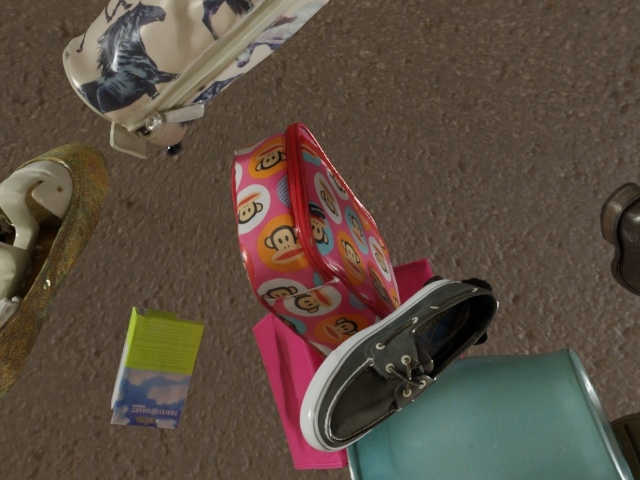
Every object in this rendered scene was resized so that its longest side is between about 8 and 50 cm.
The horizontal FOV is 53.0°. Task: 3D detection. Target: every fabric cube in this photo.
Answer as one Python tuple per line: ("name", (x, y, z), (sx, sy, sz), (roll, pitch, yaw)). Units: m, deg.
("fabric cube", (0.066, 0.208, 1.061), (0.254, 0.259, 0.258), (-12, 75, -22))

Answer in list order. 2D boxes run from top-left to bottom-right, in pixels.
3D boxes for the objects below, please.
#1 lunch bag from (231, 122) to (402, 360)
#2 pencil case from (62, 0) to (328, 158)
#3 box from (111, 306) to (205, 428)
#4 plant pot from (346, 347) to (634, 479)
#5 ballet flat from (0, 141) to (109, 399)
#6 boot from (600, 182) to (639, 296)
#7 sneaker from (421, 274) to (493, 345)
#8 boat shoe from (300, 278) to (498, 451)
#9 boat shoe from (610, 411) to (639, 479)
("lunch bag", (0.000, 0.000, 0.826), (0.120, 0.258, 0.293), (-23, 139, 16))
("pencil case", (-0.078, -0.262, 0.656), (0.410, 0.183, 0.160), (-36, 153, 21))
("box", (-0.254, 0.198, 0.996), (0.109, 0.042, 0.178), (12, 99, -23))
("plant pot", (0.206, 0.252, 0.741), (0.255, 0.271, 0.271), (-25, 109, 19))
("ballet flat", (-0.329, 0.005, 0.699), (0.123, 0.123, 0.348), (20, 60, -12))
("boot", (0.460, 0.055, 0.775), (0.091, 0.229, 0.263), (-45, 131, 5))
("sneaker", (0.159, 0.108, 0.770), (0.051, 0.089, 0.170), (-22, 127, -29))
("boat shoe", (0.048, 0.067, 0.369), (0.142, 0.040, 0.049), (-38, 107, -28))
("boat shoe", (0.404, 0.326, 0.860), (0.103, 0.113, 0.302), (28, 128, -19))
